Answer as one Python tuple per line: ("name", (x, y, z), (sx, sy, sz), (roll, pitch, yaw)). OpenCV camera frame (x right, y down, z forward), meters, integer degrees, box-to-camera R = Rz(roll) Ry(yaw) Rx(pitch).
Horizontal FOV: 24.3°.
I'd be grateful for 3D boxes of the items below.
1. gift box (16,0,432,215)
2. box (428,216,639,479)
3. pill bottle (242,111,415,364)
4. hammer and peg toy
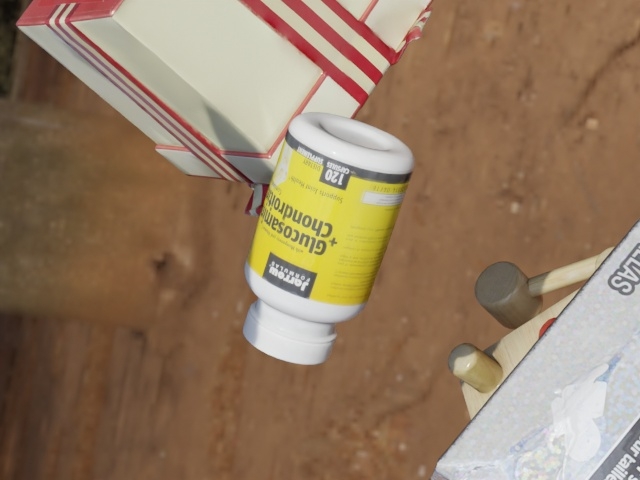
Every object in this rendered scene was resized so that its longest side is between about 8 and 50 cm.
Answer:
("gift box", (-0.067, -0.181, 1.271), (0.255, 0.258, 0.276), (-55, 29, -9))
("box", (0.176, 0.060, 0.658), (0.247, 0.142, 0.163), (-49, -10, -11))
("pill bottle", (0.000, 0.000, 1.166), (0.103, 0.103, 0.184), (-105, 31, -69))
("hammer and peg toy", (0.257, 0.116, 1.463), (0.266, 0.127, 0.361), (-35, 42, 23))
